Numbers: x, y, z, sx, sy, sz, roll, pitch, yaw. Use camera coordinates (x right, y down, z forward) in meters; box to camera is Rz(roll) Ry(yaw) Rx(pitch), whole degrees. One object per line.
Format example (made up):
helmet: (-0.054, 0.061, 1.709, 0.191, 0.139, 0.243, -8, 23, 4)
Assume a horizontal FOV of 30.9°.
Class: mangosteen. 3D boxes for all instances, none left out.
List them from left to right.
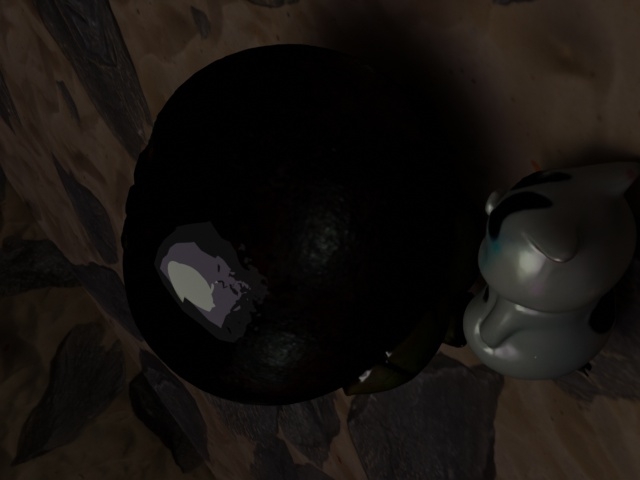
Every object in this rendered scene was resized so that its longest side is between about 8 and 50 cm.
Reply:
mangosteen: (-0.012, -0.009, 0.926, 0.300, 0.300, 0.300, 45, 155, 28)

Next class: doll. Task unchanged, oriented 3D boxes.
doll: (0.157, 0.021, 0.801, 0.107, 0.110, 0.181, 24, 148, 22)
